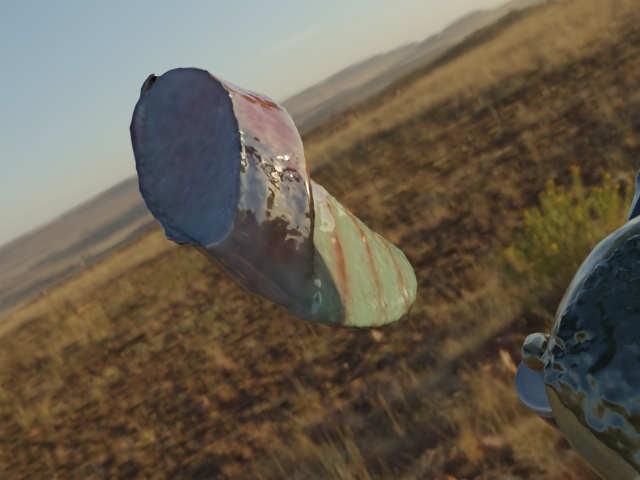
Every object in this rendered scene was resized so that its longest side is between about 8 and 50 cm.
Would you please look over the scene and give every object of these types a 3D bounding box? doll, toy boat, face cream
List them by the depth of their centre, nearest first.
[{"bbox_3d":[0.294,0.134,0.659,0.247,0.247,0.349,-31,51,-23],"label":"doll"},{"bbox_3d":[0.000,0.000,0.731,0.096,0.206,0.282,-40,-40,13],"label":"toy boat"},{"bbox_3d":[0.388,0.251,1.597,0.101,0.101,0.251,-26,-36,20],"label":"face cream"}]

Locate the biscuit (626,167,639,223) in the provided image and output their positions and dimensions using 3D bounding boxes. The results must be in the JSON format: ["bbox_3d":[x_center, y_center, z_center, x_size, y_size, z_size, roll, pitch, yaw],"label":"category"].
[{"bbox_3d":[0.504,0.022,1.164,0.407,0.407,0.091,-32,15,-29],"label":"biscuit"}]
